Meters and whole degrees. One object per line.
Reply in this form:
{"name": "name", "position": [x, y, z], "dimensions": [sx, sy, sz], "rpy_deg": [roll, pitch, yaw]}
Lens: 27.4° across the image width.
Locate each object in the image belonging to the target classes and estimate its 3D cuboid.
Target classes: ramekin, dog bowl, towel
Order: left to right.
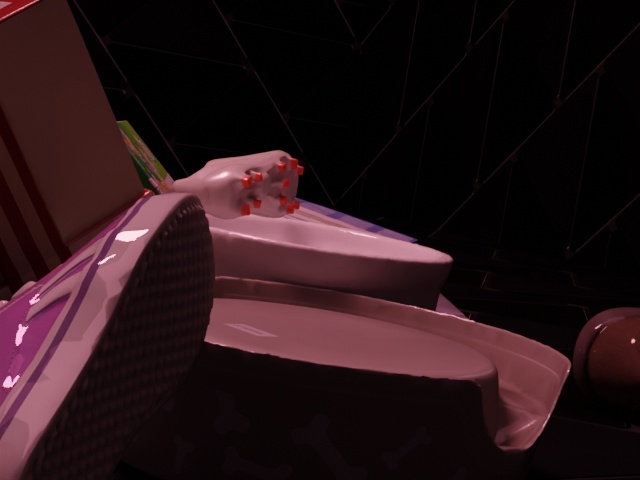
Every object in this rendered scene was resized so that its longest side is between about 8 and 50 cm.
{"name": "ramekin", "position": [-0.023, 0.057, 1.232], "dimensions": [0.277, 0.135, 0.277], "rpy_deg": [9, 5, -1]}
{"name": "dog bowl", "position": [-0.004, 0.103, 0.926], "dimensions": [0.348, 0.102, 0.349], "rpy_deg": [8, 4, -1]}
{"name": "towel", "position": [0.000, 0.000, 1.574], "dimensions": [0.209, 0.034, 0.285], "rpy_deg": [20, 12, 13]}

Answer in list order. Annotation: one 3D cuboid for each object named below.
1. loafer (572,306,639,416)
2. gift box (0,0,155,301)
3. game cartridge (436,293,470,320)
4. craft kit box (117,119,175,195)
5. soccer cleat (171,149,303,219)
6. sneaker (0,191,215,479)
{"name": "loafer", "position": [0.439, 0.138, 1.308], "dimensions": [0.365, 0.134, 0.130], "rpy_deg": [-2, 12, -15]}
{"name": "gift box", "position": [-0.272, -0.049, 1.038], "dimensions": [0.276, 0.258, 0.255], "rpy_deg": [-32, 29, -26]}
{"name": "game cartridge", "position": [0.039, 0.078, 1.573], "dimensions": [0.230, 0.068, 0.355], "rpy_deg": [5, 5, -3]}
{"name": "craft kit box", "position": [-0.170, -0.020, 1.461], "dimensions": [0.250, 0.061, 0.246], "rpy_deg": [53, -2, -7]}
{"name": "soccer cleat", "position": [-0.074, -0.054, 1.259], "dimensions": [0.076, 0.068, 0.196], "rpy_deg": [8, 7, 18]}
{"name": "sneaker", "position": [-0.165, 0.056, 0.689], "dimensions": [0.161, 0.102, 0.282], "rpy_deg": [3, 31, 20]}
